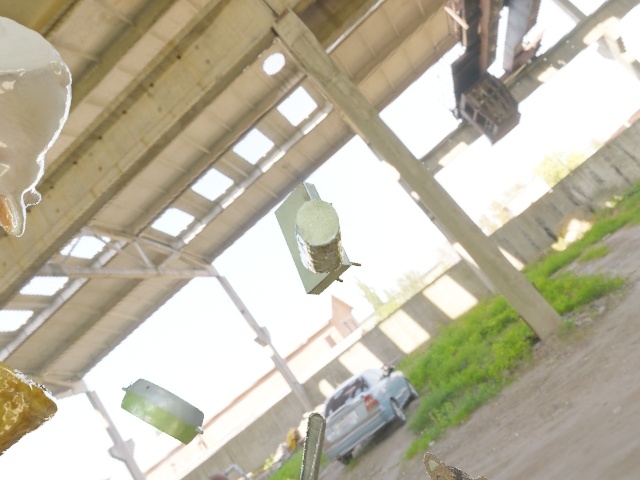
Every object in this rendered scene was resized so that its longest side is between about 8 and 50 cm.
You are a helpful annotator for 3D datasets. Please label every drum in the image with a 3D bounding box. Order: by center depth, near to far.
[{"bbox_3d":[-0.211,0.276,0.736,0.049,0.130,0.253,-61,-22,-27],"label":"drum"}]

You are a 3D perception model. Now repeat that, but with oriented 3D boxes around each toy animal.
[{"bbox_3d":[-0.388,-0.120,0.567,0.138,0.140,0.282,18,-47,-30],"label":"toy animal"}]

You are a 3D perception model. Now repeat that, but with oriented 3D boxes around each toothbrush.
[{"bbox_3d":[-0.024,0.390,0.684,0.030,0.030,0.297,114,169,-51],"label":"toothbrush"}]

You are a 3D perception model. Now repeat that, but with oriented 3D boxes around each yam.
[{"bbox_3d":[0.000,0.000,0.785,0.078,0.078,0.179,-35,-17,-11],"label":"yam"}]

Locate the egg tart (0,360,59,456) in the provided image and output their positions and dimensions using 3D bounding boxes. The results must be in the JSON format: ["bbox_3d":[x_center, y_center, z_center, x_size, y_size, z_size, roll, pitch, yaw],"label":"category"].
[{"bbox_3d":[-0.545,0.228,0.646,0.352,0.153,0.339,13,-38,-13],"label":"egg tart"}]

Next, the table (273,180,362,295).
[{"bbox_3d":[0.001,-0.004,1.134,0.111,0.240,0.121,9,-43,-44],"label":"table"}]

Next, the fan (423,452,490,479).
[{"bbox_3d":[0.220,0.416,0.686,0.008,0.226,0.152,-21,9,-31],"label":"fan"}]
